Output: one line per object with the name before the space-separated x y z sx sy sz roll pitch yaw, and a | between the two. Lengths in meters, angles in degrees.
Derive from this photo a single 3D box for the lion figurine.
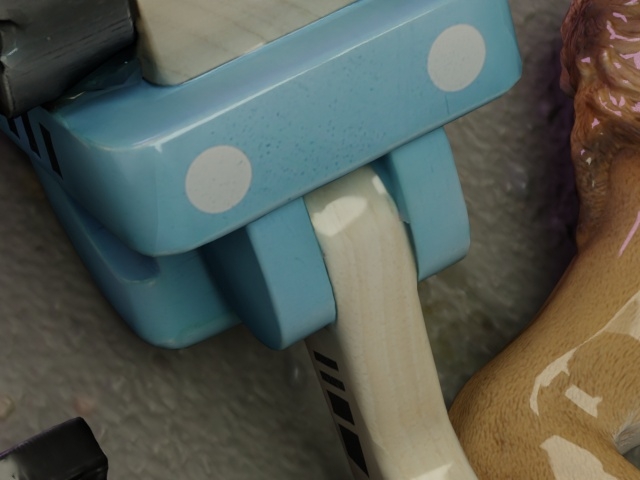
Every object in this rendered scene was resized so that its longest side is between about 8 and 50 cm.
lion figurine | 0.158 0.048 0.864 0.240 0.142 0.392 34 71 1

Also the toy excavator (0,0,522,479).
toy excavator | 0.000 0.000 0.755 0.222 0.433 0.445 -29 122 -16

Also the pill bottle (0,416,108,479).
pill bottle | -0.090 0.193 0.741 0.122 0.123 0.219 -27 85 -24
